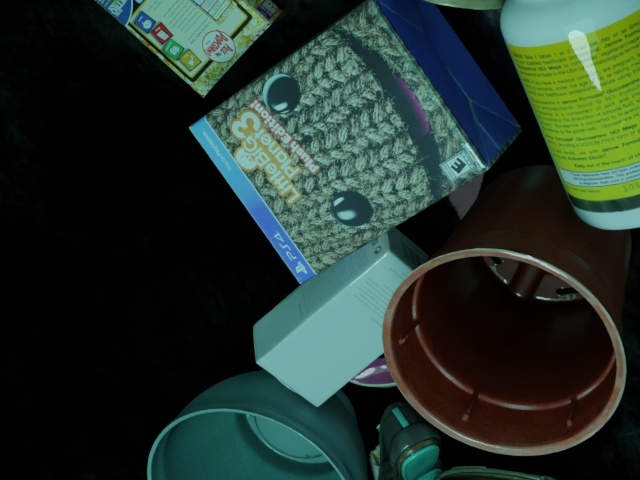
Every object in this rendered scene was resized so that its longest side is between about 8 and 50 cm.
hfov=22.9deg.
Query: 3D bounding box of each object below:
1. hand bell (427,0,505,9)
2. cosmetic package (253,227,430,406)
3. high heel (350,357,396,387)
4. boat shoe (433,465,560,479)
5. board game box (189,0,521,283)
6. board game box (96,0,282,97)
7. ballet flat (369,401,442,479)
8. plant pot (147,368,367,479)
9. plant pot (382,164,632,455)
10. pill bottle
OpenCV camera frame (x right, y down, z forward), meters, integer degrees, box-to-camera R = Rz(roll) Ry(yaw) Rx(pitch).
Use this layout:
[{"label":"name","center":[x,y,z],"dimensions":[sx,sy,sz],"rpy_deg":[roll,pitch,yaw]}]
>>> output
[{"label":"hand bell","center":[0.161,-0.381,1.696],"dimensions":[0.126,0.126,0.242],"rpy_deg":[13,113,14]},{"label":"cosmetic package","center":[0.035,0.091,1.987],"dimensions":[0.231,0.085,0.117],"rpy_deg":[-39,120,19]},{"label":"high heel","center":[0.101,0.143,2.070],"dimensions":[0.244,0.082,0.117],"rpy_deg":[19,95,26]},{"label":"boat shoe","center":[0.290,0.361,2.073],"dimensions":[0.305,0.109,0.091],"rpy_deg":[7,143,10]},{"label":"board game box","center":[0.040,-0.130,1.837],"dimensions":[0.291,0.141,0.232],"rpy_deg":[-33,96,31]},{"label":"board game box","center":[-0.165,-0.288,1.904],"dimensions":[0.193,0.045,0.147],"rpy_deg":[43,126,-8]},{"label":"ballet flat","center":[0.115,0.294,2.121],"dimensions":[0.096,0.095,0.280],"rpy_deg":[57,162,27]},{"label":"plant pot","center":[-0.060,0.290,2.134],"dimensions":[0.293,0.196,0.293],"rpy_deg":[10,123,16]},{"label":"plant pot","center":[0.240,0.060,1.827],"dimensions":[0.272,0.265,0.272],"rpy_deg":[11,124,16]},{"label":"pill bottle","center":[0.306,-0.195,1.687],"dimensions":[0.188,0.188,0.334],"rpy_deg":[-13,115,28]}]
